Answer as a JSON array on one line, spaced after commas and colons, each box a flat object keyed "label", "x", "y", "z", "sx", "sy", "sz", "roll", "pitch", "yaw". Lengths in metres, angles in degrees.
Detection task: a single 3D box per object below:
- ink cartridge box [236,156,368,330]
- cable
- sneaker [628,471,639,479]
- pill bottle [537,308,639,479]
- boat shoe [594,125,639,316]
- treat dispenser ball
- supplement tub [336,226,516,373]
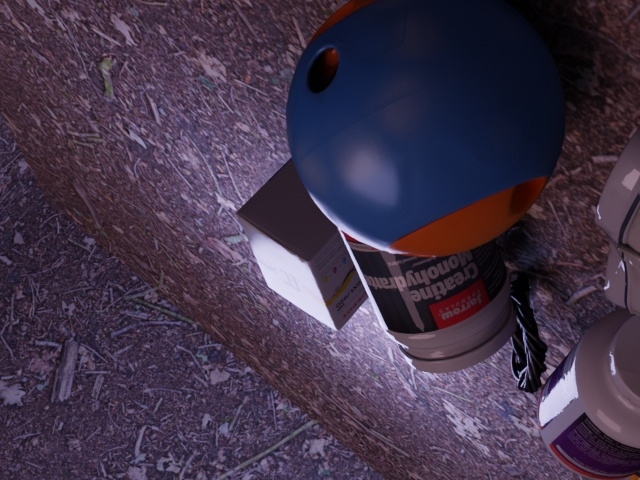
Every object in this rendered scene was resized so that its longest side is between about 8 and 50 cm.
[{"label": "ink cartridge box", "x": 0.000, "y": 0.000, "z": 1.887, "sx": 0.168, "sy": 0.171, "sz": 0.232, "roll": 33, "pitch": 160, "yaw": 29}, {"label": "cable", "x": 0.302, "y": 0.146, "z": 1.650, "sx": 0.150, "sy": 0.047, "sz": 0.184, "roll": -106, "pitch": 6, "yaw": -61}, {"label": "sneaker", "x": 0.451, "y": 0.278, "z": 1.737, "sx": 0.215, "sy": 0.084, "sz": 0.083, "roll": 39, "pitch": 149, "yaw": 0}, {"label": "pill bottle", "x": 0.400, "y": 0.198, "z": 1.475, "sx": 0.181, "sy": 0.181, "sz": 0.323, "roll": 39, "pitch": 162, "yaw": 12}, {"label": "boat shoe", "x": 0.379, "y": 0.009, "z": 1.166, "sx": 0.156, "sy": 0.136, "sz": 0.367, "roll": 34, "pitch": 163, "yaw": 27}, {"label": "treat dispenser ball", "x": 0.108, "y": -0.126, "z": 1.179, "sx": 0.288, "sy": 0.288, "sz": 0.288, "roll": 38, "pitch": 162, "yaw": 15}, {"label": "supplement tub", "x": 0.144, "y": 0.024, "z": 1.537, "sx": 0.191, "sy": 0.191, "sz": 0.272, "roll": 16, "pitch": 137, "yaw": 55}]
